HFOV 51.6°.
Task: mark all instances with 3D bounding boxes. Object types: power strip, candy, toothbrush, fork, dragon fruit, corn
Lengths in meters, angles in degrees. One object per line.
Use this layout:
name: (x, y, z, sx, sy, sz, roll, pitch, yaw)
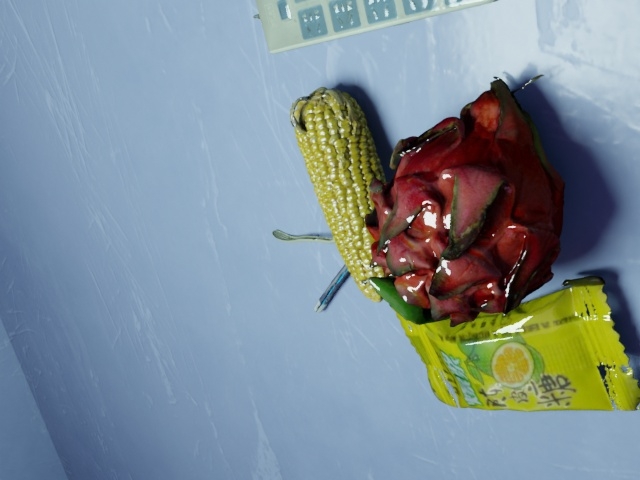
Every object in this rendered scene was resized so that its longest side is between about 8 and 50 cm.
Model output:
power strip: (0.049, -0.303, 0.790, 0.367, 0.043, 0.106, 1, 113, 41)
candy: (0.240, 0.143, 0.853, 0.297, 0.081, 0.187, -13, 106, 44)
toothbrush: (0.050, 0.029, 0.995, 0.026, 0.024, 0.288, 46, 136, 12)
fork: (-0.002, -0.006, 1.005, 0.219, 0.034, 0.029, 10, 130, 48)
dragon fruit: (0.168, -0.044, 0.722, 0.233, 0.233, 0.293, 28, 108, 26)
corn: (0.045, -0.061, 0.872, 0.106, 0.106, 0.293, -21, 91, 46)
